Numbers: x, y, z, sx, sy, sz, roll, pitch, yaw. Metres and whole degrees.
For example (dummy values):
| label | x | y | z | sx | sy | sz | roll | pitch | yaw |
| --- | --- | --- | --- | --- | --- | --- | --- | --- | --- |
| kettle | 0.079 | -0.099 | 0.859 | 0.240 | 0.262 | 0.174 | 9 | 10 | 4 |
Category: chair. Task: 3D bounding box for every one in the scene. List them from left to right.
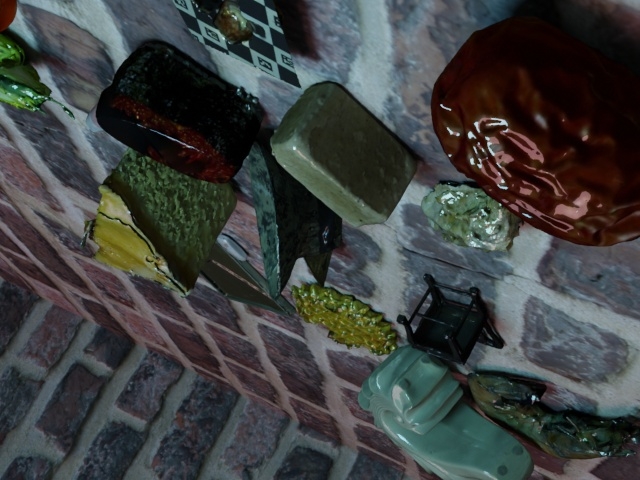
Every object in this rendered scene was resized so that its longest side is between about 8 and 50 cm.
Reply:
| label | x | y | z | sx | sy | sz | roll | pitch | yaw |
| --- | --- | --- | --- | --- | --- | --- | --- | --- | --- |
| chair | 0.231 | 0.163 | 1.648 | 0.106 | 0.113 | 0.229 | 17 | 154 | 34 |

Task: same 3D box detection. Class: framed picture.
| label | x | y | z | sx | sy | sz | roll | pitch | yaw |
| --- | --- | --- | --- | --- | --- | --- | --- | --- | --- |
| framed picture | -0.216 | 0.065 | 2.134 | 0.232 | 0.024 | 0.315 | 12 | 153 | 40 |

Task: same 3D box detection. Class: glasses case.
| label | x | y | z | sx | sy | sz | roll | pitch | yaw |
| --- | --- | --- | --- | --- | --- | --- | --- | --- | --- |
| glasses case | -0.180 | 0.015 | 1.961 | 0.032 | 0.021 | 0.083 | 13 | 155 | 42 |

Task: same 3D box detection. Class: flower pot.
| label | x | y | z | sx | sy | sz | roll | pitch | yaw |
| --- | --- | --- | --- | --- | --- | --- | --- | --- | --- |
| flower pot | 0.256 | 0.390 | 2.010 | 0.367 | 0.164 | 0.254 | 43 | 158 | 4 |

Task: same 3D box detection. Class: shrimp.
| label | x | y | z | sx | sy | sz | roll | pitch | yaw |
| --- | --- | --- | --- | --- | --- | --- | --- | --- | --- |
| shrimp | 0.440 | 0.332 | 1.837 | 0.272 | 0.085 | 0.445 | 40 | 162 | -15 |

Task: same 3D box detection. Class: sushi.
| label | x | y | z | sx | sy | sz | roll | pitch | yaw |
| --- | --- | --- | --- | --- | --- | --- | --- | --- | --- |
| sushi | -0.200 | -0.180 | 1.370 | 0.225 | 0.126 | 0.136 | 25 | 159 | -6 |
| sushi | -0.102 | -0.279 | 1.110 | 0.193 | 0.040 | 0.210 | 28 | 164 | 23 |

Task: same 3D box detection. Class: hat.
| label | x | y | z | sx | sy | sz | roll | pitch | yaw |
| --- | --- | --- | --- | --- | --- | --- | --- | --- | --- |
| hat | -0.029 | -0.040 | 1.446 | 0.128 | 0.265 | 0.265 | -8 | 160 | -6 |
| hat | 0.000 | 0.000 | 1.635 | 0.146 | 0.067 | 0.146 | 61 | -174 | -11 |

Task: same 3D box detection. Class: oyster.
| label | x | y | z | sx | sy | sz | roll | pitch | yaw |
| --- | --- | --- | --- | --- | --- | --- | --- | --- | --- |
| oyster | 0.203 | -0.018 | 1.292 | 0.133 | 0.072 | 0.209 | 44 | 158 | -29 |

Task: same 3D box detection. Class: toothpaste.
| label | x | y | z | sx | sy | sz | roll | pitch | yaw |
| --- | --- | --- | --- | --- | --- | --- | --- | --- | --- |
| toothpaste | -0.335 | -0.221 | 1.571 | 0.067 | 0.043 | 0.194 | 40 | 152 | -21 |

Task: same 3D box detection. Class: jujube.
| label | x | y | z | sx | sy | sz | roll | pitch | yaw |
| --- | --- | --- | --- | --- | --- | --- | --- | --- | --- |
| jujube | 0.225 | -0.100 | 0.910 | 0.250 | 0.174 | 0.174 | 29 | 160 | -6 |

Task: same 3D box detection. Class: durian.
| label | x | y | z | sx | sy | sz | roll | pitch | yaw |
| --- | --- | --- | --- | --- | --- | --- | --- | --- | --- |
| durian | -0.542 | -0.287 | 1.580 | 0.375 | 0.106 | 0.132 | 20 | 156 | 25 |

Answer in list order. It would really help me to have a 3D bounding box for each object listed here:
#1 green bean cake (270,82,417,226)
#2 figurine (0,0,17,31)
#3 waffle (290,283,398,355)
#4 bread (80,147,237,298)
| label | x | y | z | sx | sy | sz | roll | pitch | yaw |
| --- | --- | --- | --- | --- | --- | --- | --- | --- | --- |
| green bean cake | 0.030 | -0.108 | 1.243 | 0.179 | 0.109 | 0.085 | 38 | 159 | -25 |
| figurine | -0.586 | -0.399 | 1.253 | 0.306 | 0.241 | 0.411 | -2 | 133 | 13 |
| waffle | 0.050 | 0.166 | 1.985 | 0.232 | 0.051 | 0.228 | 19 | 156 | 23 |
| bread | -0.313 | -0.081 | 1.587 | 0.279 | 0.248 | 0.315 | 12 | 150 | 36 |
